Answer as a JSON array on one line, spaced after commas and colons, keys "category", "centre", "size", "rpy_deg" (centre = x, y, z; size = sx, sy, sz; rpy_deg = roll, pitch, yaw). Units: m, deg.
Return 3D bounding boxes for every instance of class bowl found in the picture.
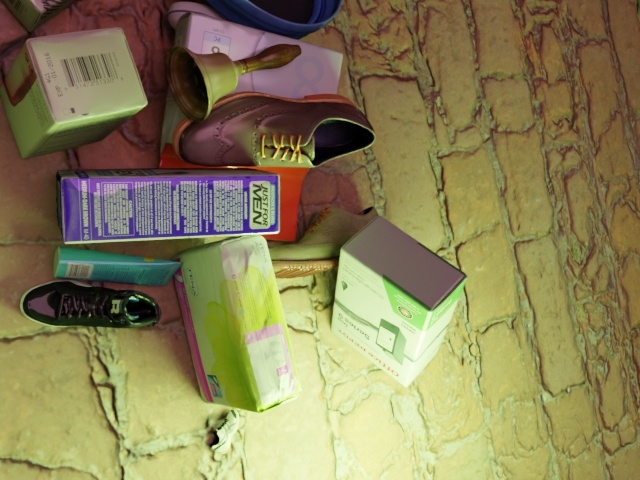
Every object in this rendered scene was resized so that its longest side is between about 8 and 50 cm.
[{"category": "bowl", "centre": [-0.128, -0.566, 1.330], "size": [0.391, 0.077, 0.391], "rpy_deg": [22, 53, -33]}]

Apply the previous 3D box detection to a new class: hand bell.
[{"category": "hand bell", "centre": [-0.128, -0.299, 1.159], "size": [0.242, 0.126, 0.126], "rpy_deg": [-28, 100, -32]}]

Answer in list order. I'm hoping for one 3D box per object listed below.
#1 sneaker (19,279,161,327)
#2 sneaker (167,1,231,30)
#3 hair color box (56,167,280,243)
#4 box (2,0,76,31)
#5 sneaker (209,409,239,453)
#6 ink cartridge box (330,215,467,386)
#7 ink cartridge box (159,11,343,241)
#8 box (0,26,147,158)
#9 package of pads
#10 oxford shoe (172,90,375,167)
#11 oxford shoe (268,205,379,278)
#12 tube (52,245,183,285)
[{"category": "sneaker", "centre": [-0.367, 0.103, 1.109], "size": [0.216, 0.121, 0.079], "rpy_deg": [8, 78, -34]}, {"category": "sneaker", "centre": [-0.184, -0.333, 1.310], "size": [0.282, 0.102, 0.161], "rpy_deg": [27, 72, -29]}, {"category": "hair color box", "centre": [-0.255, -0.065, 1.123], "size": [0.338, 0.185, 0.110], "rpy_deg": [-2, 100, -23]}, {"category": "box", "centre": [-0.425, -0.485, 1.162], "size": [0.113, 0.094, 0.275], "rpy_deg": [50, 60, -19]}, {"category": "sneaker", "centre": [-0.180, 0.355, 1.262], "size": [0.037, 0.032, 0.083], "rpy_deg": [29, 68, -29]}, {"category": "ink cartridge box", "centre": [0.142, 0.127, 1.327], "size": [0.211, 0.289, 0.121], "rpy_deg": [35, 57, 23]}, {"category": "ink cartridge box", "centre": [-0.136, -0.195, 1.267], "size": [0.308, 0.091, 0.385], "rpy_deg": [6, 95, -30]}, {"category": "box", "centre": [-0.395, -0.228, 1.064], "size": [0.148, 0.232, 0.127], "rpy_deg": [-22, 96, -35]}, {"category": "package of pads", "centre": [-0.154, 0.145, 1.187], "size": [0.101, 0.229, 0.297], "rpy_deg": [-15, 92, -35]}, {"category": "oxford shoe", "centre": [-0.075, -0.188, 1.190], "size": [0.363, 0.133, 0.130], "rpy_deg": [-13, 122, -20]}, {"category": "oxford shoe", "centre": [0.000, 0.000, 1.390], "size": [0.348, 0.123, 0.130], "rpy_deg": [-10, 86, -46]}, {"category": "tube", "centre": [-0.349, 0.049, 1.163], "size": [0.207, 0.080, 0.052], "rpy_deg": [9, 57, -31]}]
